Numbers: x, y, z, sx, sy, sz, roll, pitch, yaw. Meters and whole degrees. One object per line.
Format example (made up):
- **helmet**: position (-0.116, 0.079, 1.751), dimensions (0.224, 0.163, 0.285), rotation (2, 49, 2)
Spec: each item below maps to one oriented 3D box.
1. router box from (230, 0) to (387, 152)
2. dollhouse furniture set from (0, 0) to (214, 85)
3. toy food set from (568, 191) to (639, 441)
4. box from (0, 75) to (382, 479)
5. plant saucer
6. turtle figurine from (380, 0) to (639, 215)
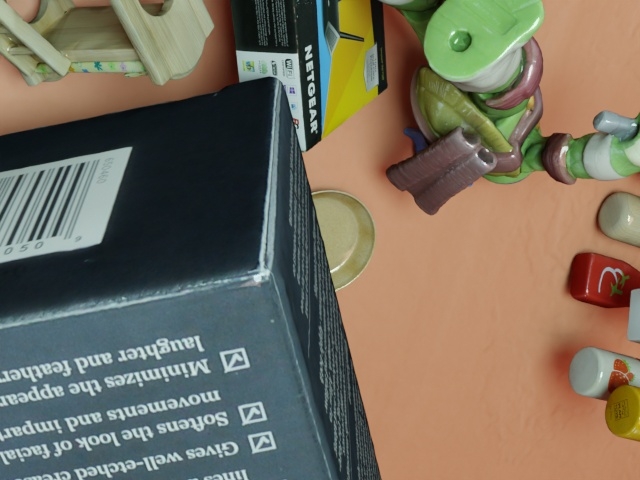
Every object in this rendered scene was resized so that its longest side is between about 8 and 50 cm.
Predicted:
- **router box**: position (-0.006, -0.160, 0.654), dimensions (0.046, 0.133, 0.178), rotation (7, 118, 24)
- **dollhouse furniture set**: position (-0.126, -0.100, 0.564), dimensions (0.161, 0.182, 0.101), rotation (-57, 138, -35)
- **toy food set**: position (0.273, 0.048, 0.846), dimensions (0.105, 0.111, 0.232), rotation (15, 75, -25)
- **box**: position (-0.121, 0.144, 0.634), dimensions (0.294, 0.212, 0.395), rotation (-10, 121, 6)
- **plant saucer**: position (0.000, 0.000, 0.788), dimensions (0.083, 0.015, 0.083), rotation (-7, 114, -17)
- **turtle figurine**: position (0.144, -0.134, 0.665), dimensions (0.275, 0.197, 0.266), rotation (-9, 163, 24)
